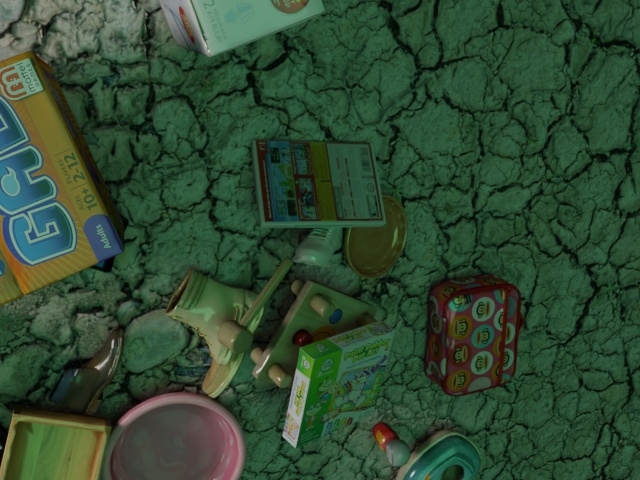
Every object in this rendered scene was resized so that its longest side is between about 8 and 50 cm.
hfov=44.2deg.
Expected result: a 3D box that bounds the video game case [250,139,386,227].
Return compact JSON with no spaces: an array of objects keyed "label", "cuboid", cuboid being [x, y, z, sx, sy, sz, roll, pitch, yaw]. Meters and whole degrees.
[{"label":"video game case","cuboid":[-0.004,-0.125,1.736,0.285,0.025,0.204,-1,69,-18]}]

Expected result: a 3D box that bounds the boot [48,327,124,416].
[{"label":"boot","cuboid":[-0.508,0.281,1.720,0.106,0.082,0.219,20,100,-25]}]

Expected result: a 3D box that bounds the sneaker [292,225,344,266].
[{"label":"sneaker","cuboid":[0.000,0.000,1.740,0.090,0.235,0.095,15,103,9]}]

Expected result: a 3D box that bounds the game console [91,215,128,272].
[{"label":"game console","cuboid":[-0.477,-0.007,1.646,0.122,0.071,0.107,20,123,-23]}]

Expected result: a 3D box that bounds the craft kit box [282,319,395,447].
[{"label":"craft kit box","cuboid":[0.042,0.320,1.774,0.249,0.061,0.247,-13,123,-39]}]

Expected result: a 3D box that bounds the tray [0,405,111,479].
[{"label":"tray","cuboid":[-0.597,0.576,1.687,0.202,0.076,0.411,13,91,-20]}]

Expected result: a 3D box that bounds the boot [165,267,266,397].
[{"label":"boot","cuboid":[-0.262,0.209,1.772,0.203,0.095,0.262,24,95,-23]}]

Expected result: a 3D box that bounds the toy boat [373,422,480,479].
[{"label":"toy boat","cuboid":[0.262,0.588,2.030,0.318,0.148,0.267,40,91,-24]}]

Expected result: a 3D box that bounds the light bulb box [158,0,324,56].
[{"label":"light bulb box","cuboid":[-0.197,-0.544,1.427,0.225,0.361,0.358,-24,111,-11]}]

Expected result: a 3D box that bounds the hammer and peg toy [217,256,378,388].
[{"label":"hammer and peg toy","cuboid":[-0.036,0.209,1.766,0.361,0.127,0.266,27,96,-47]}]

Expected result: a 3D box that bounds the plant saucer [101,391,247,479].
[{"label":"plant saucer","cuboid":[-0.341,0.494,1.833,0.332,0.084,0.332,-6,110,-16]}]

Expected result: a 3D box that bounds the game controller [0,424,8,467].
[{"label":"game controller","cuboid":[-0.759,0.463,1.710,0.166,0.067,0.319,-41,115,-19]}]

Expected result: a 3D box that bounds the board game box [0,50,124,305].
[{"label":"board game box","cuboid":[-0.588,-0.094,1.407,0.356,0.356,0.356,-24,103,-10]}]

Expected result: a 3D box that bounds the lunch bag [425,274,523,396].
[{"label":"lunch bag","cuboid":[0.402,0.236,1.996,0.258,0.120,0.293,-8,109,-20]}]

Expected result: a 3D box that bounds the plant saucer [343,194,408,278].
[{"label":"plant saucer","cuboid":[0.124,-0.011,1.837,0.200,0.037,0.200,-15,113,-39]}]
